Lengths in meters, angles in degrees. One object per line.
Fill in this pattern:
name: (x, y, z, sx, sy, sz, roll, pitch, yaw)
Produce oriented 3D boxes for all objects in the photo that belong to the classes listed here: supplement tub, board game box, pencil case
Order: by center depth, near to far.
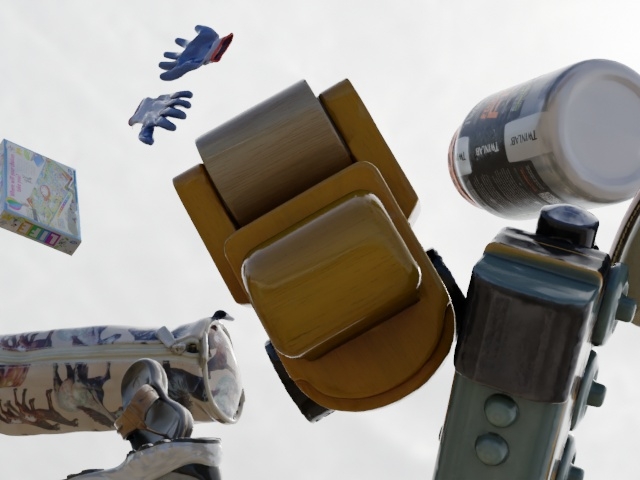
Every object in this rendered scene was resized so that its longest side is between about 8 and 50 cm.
board game box: (-0.347, -0.055, 1.479, 0.103, 0.154, 0.026, 25, -62, -29)
supplement tub: (0.312, -0.129, 1.673, 0.193, 0.193, 0.316, 47, -19, -11)
pencil case: (-0.322, 0.193, 1.750, 0.410, 0.160, 0.183, -4, -43, 11)

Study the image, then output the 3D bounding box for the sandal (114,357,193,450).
sandal: (-0.206, 0.197, 1.406, 0.060, 0.090, 0.219, 34, 12, -29)

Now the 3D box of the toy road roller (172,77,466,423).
toy road roller: (0.000, 0.000, 1.119, 0.330, 0.202, 0.240, 61, 2, 12)

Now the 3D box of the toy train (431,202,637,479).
toy train: (0.168, 0.136, 1.040, 0.142, 0.190, 0.334, 18, -67, 18)

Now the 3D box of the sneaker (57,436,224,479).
sneaker: (-0.208, 0.292, 1.288, 0.271, 0.108, 0.100, -27, -25, 34)

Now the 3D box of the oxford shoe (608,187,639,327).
oxford shoe: (0.382, -0.032, 1.038, 0.140, 0.146, 0.397, 29, -50, -9)

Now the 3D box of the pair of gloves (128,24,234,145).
pair of gloves: (-0.196, -0.212, 1.629, 0.023, 0.198, 0.159, 38, -15, -29)
